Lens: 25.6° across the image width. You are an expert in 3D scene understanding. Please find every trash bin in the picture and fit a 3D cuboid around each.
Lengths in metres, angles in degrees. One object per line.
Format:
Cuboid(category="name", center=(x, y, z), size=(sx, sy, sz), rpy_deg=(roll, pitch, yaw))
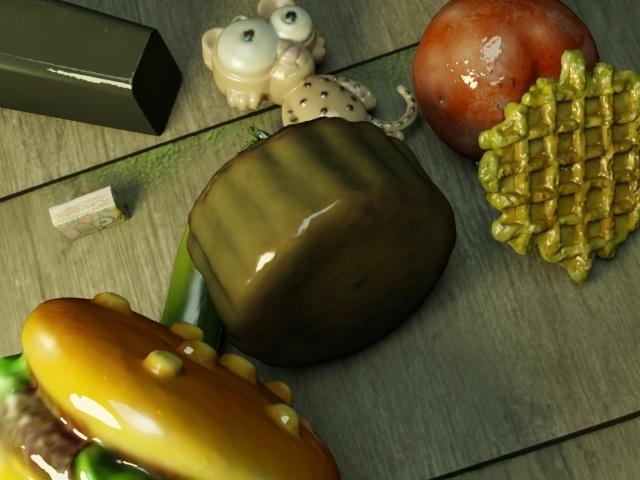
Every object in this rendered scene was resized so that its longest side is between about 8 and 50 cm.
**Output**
Cuboid(category="trash bin", center=(-0.304, -0.220, 1.753), size=(0.225, 0.165, 0.115), rpy_deg=(14, 73, 13))

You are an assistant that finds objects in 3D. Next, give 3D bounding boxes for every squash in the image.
Cuboid(category="squash", center=(-0.123, 0.009, 1.674), size=(0.087, 0.087, 0.332), rpy_deg=(14, 73, 16))

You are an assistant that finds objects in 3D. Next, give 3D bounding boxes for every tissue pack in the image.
Cuboid(category="tissue pack", center=(-0.283, -0.032, 1.732), size=(0.083, 0.063, 0.035), rpy_deg=(-21, 71, 5))

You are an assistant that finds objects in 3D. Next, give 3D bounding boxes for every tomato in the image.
Cuboid(category="tomato", center=(0.209, -0.192, 1.624), size=(0.208, 0.208, 0.184), rpy_deg=(-43, 33, -6))

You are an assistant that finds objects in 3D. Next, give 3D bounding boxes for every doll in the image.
Cuboid(category="doll", center=(-0.015, -0.184, 1.710), size=(0.278, 0.119, 0.154), rpy_deg=(37, 67, 15))

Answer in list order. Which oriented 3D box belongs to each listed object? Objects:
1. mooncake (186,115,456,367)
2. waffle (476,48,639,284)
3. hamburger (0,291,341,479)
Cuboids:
Cuboid(category="mooncake", center=(0.000, 0.000, 1.546), size=(0.290, 0.290, 0.161), rpy_deg=(-31, 57, -1))
Cuboid(category="waffle", center=(0.286, -0.081, 1.561), size=(0.243, 0.238, 0.058), rpy_deg=(-52, 32, -2))
Cuboid(category="hamburger", center=(-0.165, 0.232, 1.426), size=(0.395, 0.396, 0.277), rpy_deg=(33, 92, 20))
